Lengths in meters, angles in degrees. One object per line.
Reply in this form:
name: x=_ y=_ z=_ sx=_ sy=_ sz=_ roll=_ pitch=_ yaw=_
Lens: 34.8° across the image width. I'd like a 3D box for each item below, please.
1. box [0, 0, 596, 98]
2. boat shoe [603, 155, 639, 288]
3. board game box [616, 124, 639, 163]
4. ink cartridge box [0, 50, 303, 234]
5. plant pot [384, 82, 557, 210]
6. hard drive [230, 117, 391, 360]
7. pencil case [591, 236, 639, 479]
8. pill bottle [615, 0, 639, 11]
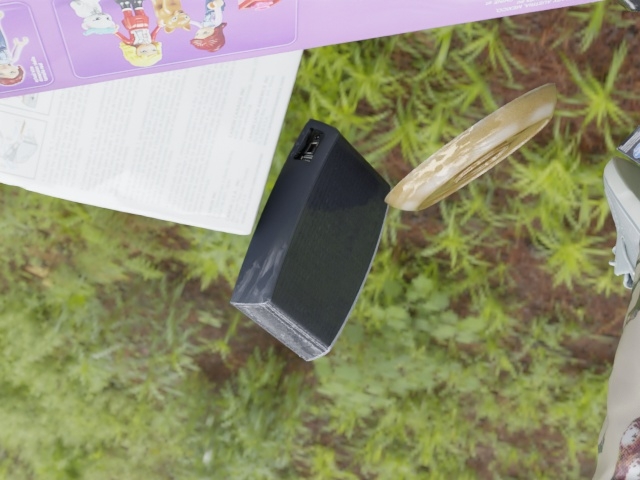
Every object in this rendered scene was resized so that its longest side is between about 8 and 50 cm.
box: x=0.002 y=-0.169 z=0.374 sx=0.293 sy=0.201 sz=0.057 roll=-11 pitch=155 yaw=-8
boat shoe: x=0.305 y=0.016 z=0.943 sx=0.079 sy=0.227 sz=0.081 roll=15 pitch=128 yaw=-28
board game box: x=0.481 y=-0.107 z=1.176 sx=0.194 sy=0.060 sz=0.194 roll=51 pitch=128 yaw=15
ink cartridge box: x=-0.220 y=-0.193 z=1.085 sx=0.384 sy=0.091 sz=0.308 roll=12 pitch=107 yaw=-17
plant pot: x=0.180 y=-0.099 z=1.183 sx=0.032 sy=0.236 sz=0.236 roll=56 pitch=145 yaw=7
hard drive: x=0.000 y=0.000 z=1.223 sx=0.054 sy=0.255 sz=0.172 roll=2 pitch=150 yaw=41
pencil case: x=0.305 y=0.056 z=0.774 sx=0.159 sy=0.410 sz=0.183 roll=11 pitch=159 yaw=11
pill bottle: x=0.197 y=-0.244 z=0.542 sx=0.122 sy=0.123 sz=0.219 roll=31 pitch=111 yaw=-21
